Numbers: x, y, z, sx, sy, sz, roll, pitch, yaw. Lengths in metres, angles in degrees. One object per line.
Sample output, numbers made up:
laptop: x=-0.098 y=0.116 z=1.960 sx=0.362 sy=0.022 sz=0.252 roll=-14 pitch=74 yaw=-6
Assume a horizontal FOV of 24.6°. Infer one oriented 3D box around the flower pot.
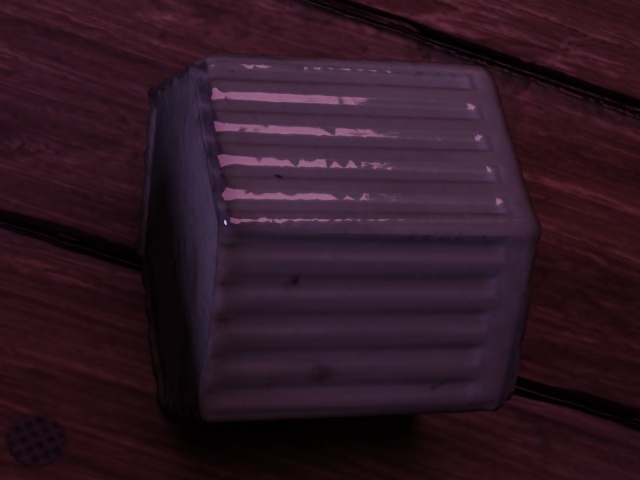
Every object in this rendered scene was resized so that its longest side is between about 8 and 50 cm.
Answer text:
flower pot: x=0.000 y=0.000 z=0.886 sx=0.190 sy=0.239 sz=0.209 roll=-1 pitch=88 yaw=-17
